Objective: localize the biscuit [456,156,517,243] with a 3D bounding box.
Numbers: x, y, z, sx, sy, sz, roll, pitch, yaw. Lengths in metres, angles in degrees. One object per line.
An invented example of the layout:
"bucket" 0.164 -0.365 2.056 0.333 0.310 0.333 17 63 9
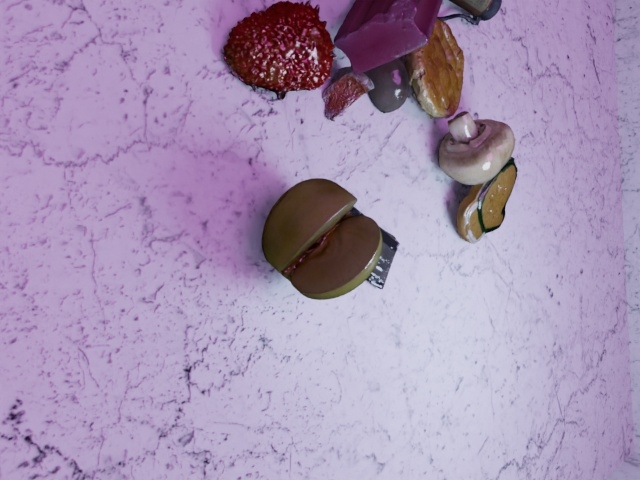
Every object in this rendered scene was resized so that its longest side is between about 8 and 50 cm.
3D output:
"biscuit" 0.603 -0.129 1.964 0.344 0.057 0.287 -49 139 -17

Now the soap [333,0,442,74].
"soap" 0.197 -0.623 1.497 0.128 0.233 0.359 52 42 -31

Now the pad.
"pad" 0.135 0.023 1.631 0.233 0.022 0.174 33 69 -35

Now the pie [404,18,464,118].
"pie" 0.370 -0.554 1.786 0.339 0.083 0.339 3 87 -51

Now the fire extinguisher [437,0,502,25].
"fire extinguisher" 0.465 -0.832 1.871 0.376 0.113 0.200 9 84 -41

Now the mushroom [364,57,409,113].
"mushroom" 0.208 -0.477 1.652 0.141 0.117 0.188 -31 114 -25

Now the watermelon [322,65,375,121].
"watermelon" 0.063 -0.422 1.561 0.158 0.121 0.098 -41 105 15

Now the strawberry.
"strawberry" -0.081 -0.469 1.374 0.306 0.138 0.233 -39 115 -36

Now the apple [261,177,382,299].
"apple" 0.000 0.000 1.341 0.254 0.292 0.292 -44 119 -7

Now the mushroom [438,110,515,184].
"mushroom" 0.501 -0.321 1.820 0.234 0.254 0.260 56 14 -34
